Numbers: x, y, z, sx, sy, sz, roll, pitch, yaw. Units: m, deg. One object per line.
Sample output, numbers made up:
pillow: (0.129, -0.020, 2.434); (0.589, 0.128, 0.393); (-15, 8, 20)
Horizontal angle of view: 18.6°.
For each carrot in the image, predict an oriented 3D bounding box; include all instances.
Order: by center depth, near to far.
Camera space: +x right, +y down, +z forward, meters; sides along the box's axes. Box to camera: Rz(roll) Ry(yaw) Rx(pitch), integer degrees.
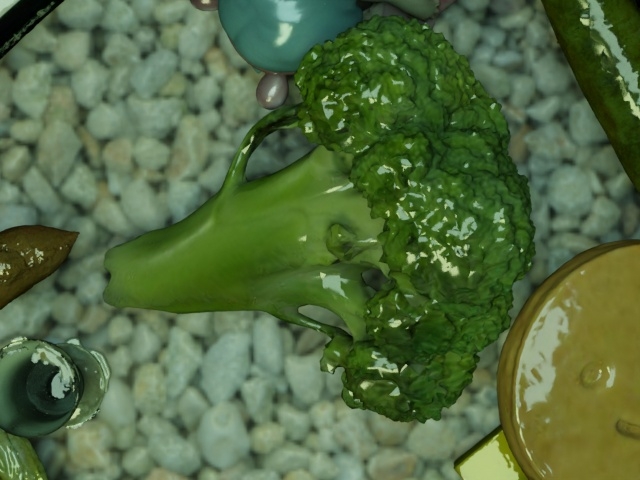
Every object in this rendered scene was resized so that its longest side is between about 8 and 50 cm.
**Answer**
carrot: (0.213, -0.138, 1.413); (0.074, 0.074, 0.359); (-31, 96, 0)

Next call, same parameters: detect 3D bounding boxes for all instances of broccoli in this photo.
broccoli: (0.035, 0.001, 1.409); (0.254, 0.186, 0.302); (47, 131, 0)

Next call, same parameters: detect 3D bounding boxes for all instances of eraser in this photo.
eraser: (0.174, 0.164, 1.434); (0.122, 0.045, 0.097); (-39, 86, -1)

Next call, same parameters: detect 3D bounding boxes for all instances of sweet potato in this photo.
sweet potato: (-0.272, 0.038, 1.446); (0.206, 0.068, 0.060); (-33, 70, 6)

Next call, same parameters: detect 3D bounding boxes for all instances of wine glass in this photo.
wine glass: (-0.196, 0.103, 1.393); (0.072, 0.155, 0.072); (0, 87, 2)

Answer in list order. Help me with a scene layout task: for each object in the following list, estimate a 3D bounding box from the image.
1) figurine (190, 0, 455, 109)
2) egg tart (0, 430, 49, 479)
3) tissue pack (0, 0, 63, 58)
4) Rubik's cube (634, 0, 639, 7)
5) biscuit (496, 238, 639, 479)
figurine: (0.028, -0.224, 1.434); (0.260, 0.103, 0.205); (-31, 88, -10)
egg tart: (-0.279, 0.206, 1.429); (0.197, 0.078, 0.197); (0, 85, 0)
tissue pack: (-0.223, -0.215, 1.446); (0.170, 0.090, 0.103); (-40, 86, 1)
Rubik's cube: (0.315, -0.345, 1.342); (0.288, 0.293, 0.283); (-22, 84, 2)
biscuit: (0.239, 0.176, 1.385); (0.275, 0.052, 0.355); (-5, 95, -17)
